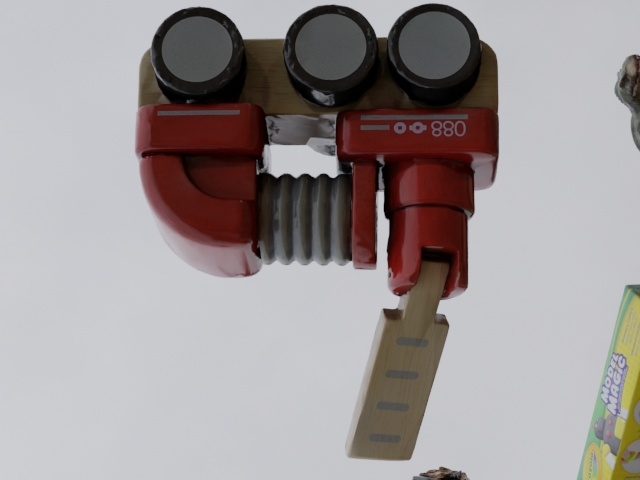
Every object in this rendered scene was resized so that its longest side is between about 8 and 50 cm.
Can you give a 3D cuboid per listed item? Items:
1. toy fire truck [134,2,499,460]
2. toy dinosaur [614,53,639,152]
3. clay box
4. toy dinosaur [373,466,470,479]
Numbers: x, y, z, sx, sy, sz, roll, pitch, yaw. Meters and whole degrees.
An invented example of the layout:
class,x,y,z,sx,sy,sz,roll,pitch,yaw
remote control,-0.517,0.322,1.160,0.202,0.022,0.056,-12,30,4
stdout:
class,x,y,z,sx,sy,sz,roll,pitch,yaw
toy fire truck,0.000,0.000,1.148,0.158,0.217,0.246,84,-174,-73
toy dinosaur,0.410,-0.093,2.095,0.064,0.118,0.268,-107,-2,-79
clay box,0.283,0.142,1.510,0.127,0.053,0.222,-1,-63,-24
toy dinosaur,-0.001,0.315,1.751,0.164,0.322,0.218,43,-174,-3
